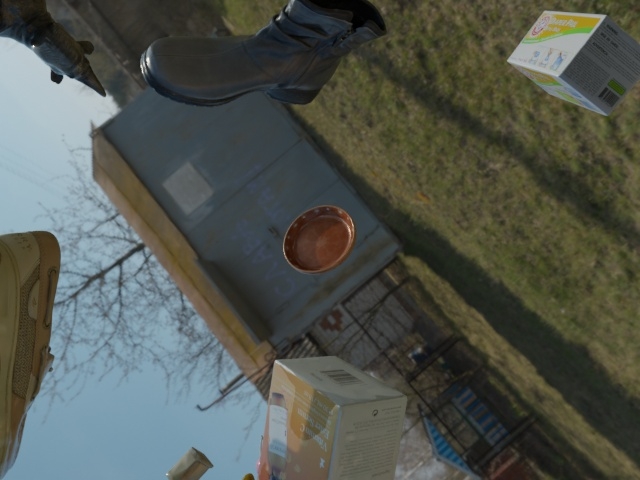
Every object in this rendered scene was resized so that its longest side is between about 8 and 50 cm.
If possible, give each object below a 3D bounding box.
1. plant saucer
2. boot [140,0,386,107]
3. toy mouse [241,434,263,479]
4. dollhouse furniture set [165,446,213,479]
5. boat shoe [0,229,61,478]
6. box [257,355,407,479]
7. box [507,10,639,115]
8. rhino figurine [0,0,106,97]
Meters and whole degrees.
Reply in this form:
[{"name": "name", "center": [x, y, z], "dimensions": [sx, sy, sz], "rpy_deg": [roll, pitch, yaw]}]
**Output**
[{"name": "plant saucer", "center": [0.000, 0.000, 0.597], "dimensions": [0.083, 0.083, 0.013], "rpy_deg": [48, 178, 39]}, {"name": "boot", "center": [-0.081, -0.306, 0.828], "dimensions": [0.223, 0.338, 0.118], "rpy_deg": [-31, 77, 51]}, {"name": "toy mouse", "center": [-0.076, 0.369, 0.795], "dimensions": [0.143, 0.161, 0.031], "rpy_deg": [-8, 159, 40]}, {"name": "dollhouse furniture set", "center": [-0.237, 0.377, 0.761], "dimensions": [0.101, 0.182, 0.161], "rpy_deg": [34, 162, 37]}, {"name": "boat shoe", "center": [-0.376, 0.151, 0.668], "dimensions": [0.122, 0.341, 0.110], "rpy_deg": [26, -159, 22]}, {"name": "box", "center": [0.007, 0.229, 0.598], "dimensions": [0.091, 0.170, 0.130], "rpy_deg": [5, -174, -36]}, {"name": "box", "center": [0.412, -0.294, 0.899], "dimensions": [0.114, 0.103, 0.203], "rpy_deg": [30, -161, -16]}, {"name": "rhino figurine", "center": [-0.285, -0.219, 0.485], "dimensions": [0.243, 0.073, 0.106], "rpy_deg": [44, 171, -24]}]
